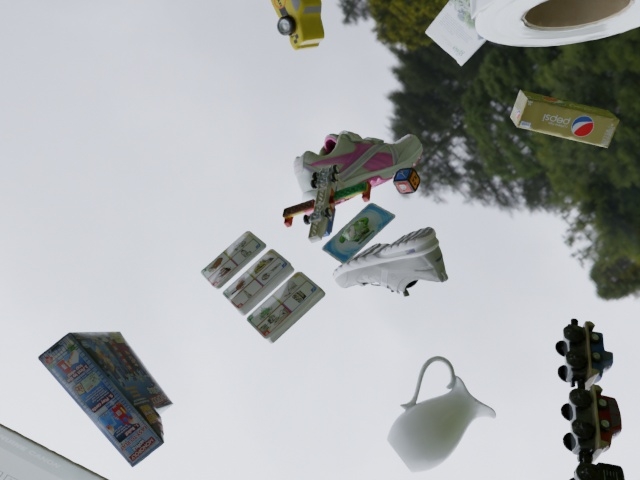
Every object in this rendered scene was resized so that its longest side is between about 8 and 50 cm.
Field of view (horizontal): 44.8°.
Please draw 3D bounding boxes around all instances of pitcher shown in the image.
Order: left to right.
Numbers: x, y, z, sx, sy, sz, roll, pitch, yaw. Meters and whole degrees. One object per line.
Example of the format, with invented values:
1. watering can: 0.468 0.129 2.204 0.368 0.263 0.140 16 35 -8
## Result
1. pitcher: 0.225 0.356 1.591 0.177 0.207 0.125 51 175 17

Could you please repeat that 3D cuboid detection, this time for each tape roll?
1. tape roll: 0.351 -0.363 1.078 0.286 0.286 0.100 0 -96 -45

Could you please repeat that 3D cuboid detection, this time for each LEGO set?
1. LEGO set: 0.000 0.000 0.869 0.182 0.244 0.060 34 164 53

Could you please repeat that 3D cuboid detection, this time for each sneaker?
1. sneaker: 0.062 -0.135 1.276 0.252 0.103 0.111 -26 -88 -31
2. sneaker: 0.129 0.066 1.522 0.105 0.281 0.115 -29 -85 -38

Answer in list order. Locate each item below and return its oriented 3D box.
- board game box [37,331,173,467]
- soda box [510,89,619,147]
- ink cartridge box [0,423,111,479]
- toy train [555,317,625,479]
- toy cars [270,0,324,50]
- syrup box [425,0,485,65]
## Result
1. board game box: -0.288 0.223 1.116 0.194 0.060 0.194 52 -179 9
2. soda box: 0.453 -0.227 1.445 0.182 0.058 0.061 12 -154 -6
3. ink cartridge box: -0.243 0.269 0.736 0.275 0.239 0.060 33 -151 -15
4. toy train: 0.175 0.114 0.499 0.036 0.027 0.158 8 -134 3
5. toy cars: -0.039 -0.543 1.490 0.176 0.087 0.393 30 -132 -40
6. syrup box: 0.294 -0.424 1.351 0.093 0.237 0.096 43 -126 0
